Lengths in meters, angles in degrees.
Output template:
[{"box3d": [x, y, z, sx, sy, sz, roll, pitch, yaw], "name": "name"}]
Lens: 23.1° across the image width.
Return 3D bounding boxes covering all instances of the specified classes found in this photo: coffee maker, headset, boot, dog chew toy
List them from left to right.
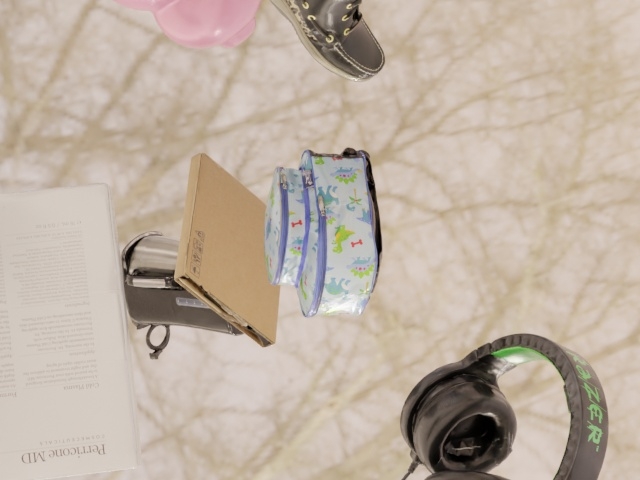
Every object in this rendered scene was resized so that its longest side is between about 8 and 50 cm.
[{"box3d": [-0.188, -0.347, 1.711, 0.332, 0.206, 0.206, 50, -27, -22], "name": "dog chew toy"}, {"box3d": [-0.158, 0.074, 2.079, 0.178, 0.120, 0.171, 6, -48, 32], "name": "coffee maker"}, {"box3d": [0.045, -0.307, 2.002, 0.178, 0.085, 0.236, -14, -50, 44], "name": "boot"}, {"box3d": [0.184, 0.273, 1.820, 0.394, 0.185, 0.243, -35, -136, 33], "name": "headset"}]

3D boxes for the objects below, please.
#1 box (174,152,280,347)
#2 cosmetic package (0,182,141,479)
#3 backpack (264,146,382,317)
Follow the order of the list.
[{"box3d": [-0.106, 0.011, 1.909, 0.021, 0.164, 0.201, -27, -140, 30], "name": "box"}, {"box3d": [-0.379, 0.105, 1.557, 0.097, 0.377, 0.284, 137, -53, -84], "name": "cosmetic package"}, {"box3d": [0.000, 0.000, 1.199, 0.105, 0.084, 0.114, 103, -19, -53], "name": "backpack"}]
